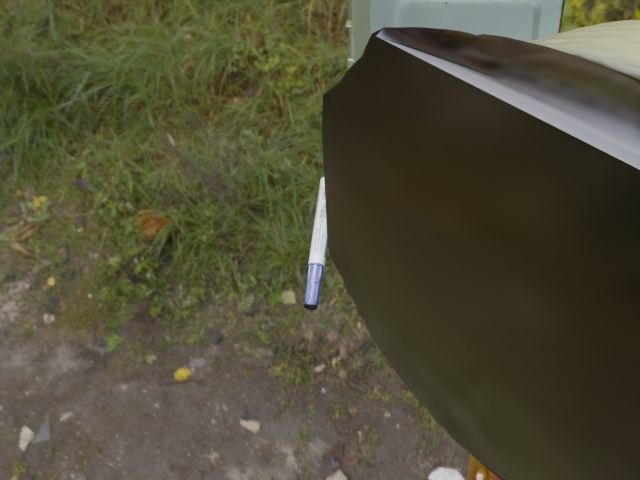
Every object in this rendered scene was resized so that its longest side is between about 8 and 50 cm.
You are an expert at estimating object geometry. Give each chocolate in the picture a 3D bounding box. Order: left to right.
[{"bbox_3d":[0.200,-0.018,0.488,0.297,0.326,0.314,-37,51,-26],"label":"chocolate"}]

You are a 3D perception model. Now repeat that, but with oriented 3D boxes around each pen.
[{"bbox_3d":[0.000,0.000,0.962,0.025,0.025,0.204,2,62,10],"label":"pen"}]

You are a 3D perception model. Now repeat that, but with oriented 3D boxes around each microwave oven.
[{"bbox_3d":[0.189,-0.309,0.992,0.286,0.218,0.355,3,34,8],"label":"microwave oven"}]

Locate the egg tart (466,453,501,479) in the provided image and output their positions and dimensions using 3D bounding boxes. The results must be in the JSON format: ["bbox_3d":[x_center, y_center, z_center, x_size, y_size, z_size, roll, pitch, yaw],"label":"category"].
[{"bbox_3d":[0.213,0.218,0.616,0.202,0.203,0.147,20,22,23],"label":"egg tart"}]
